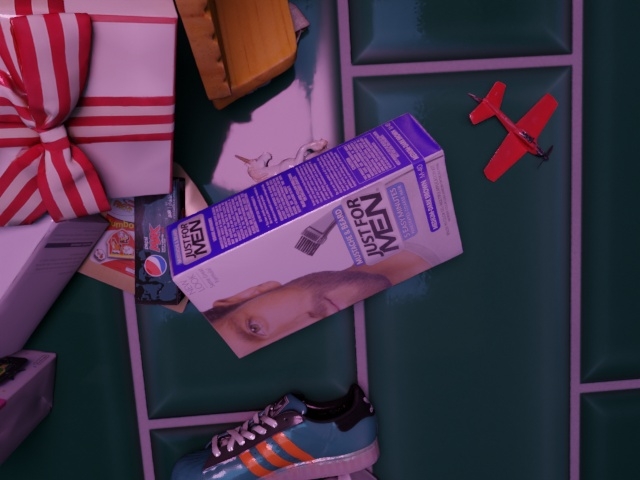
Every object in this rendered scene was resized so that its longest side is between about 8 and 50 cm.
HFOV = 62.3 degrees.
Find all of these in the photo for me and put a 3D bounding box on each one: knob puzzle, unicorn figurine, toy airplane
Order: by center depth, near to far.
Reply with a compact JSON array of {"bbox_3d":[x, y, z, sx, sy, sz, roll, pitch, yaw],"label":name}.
[{"bbox_3d":[-0.027,-0.089,0.731,0.111,0.060,0.161,-39,98,2],"label":"unicorn figurine"},{"bbox_3d":[-0.236,-0.020,0.744,0.214,0.030,0.212,0,98,-3],"label":"knob puzzle"},{"bbox_3d":[0.273,-0.164,0.755,0.151,0.028,0.151,-1,97,-5],"label":"toy airplane"}]

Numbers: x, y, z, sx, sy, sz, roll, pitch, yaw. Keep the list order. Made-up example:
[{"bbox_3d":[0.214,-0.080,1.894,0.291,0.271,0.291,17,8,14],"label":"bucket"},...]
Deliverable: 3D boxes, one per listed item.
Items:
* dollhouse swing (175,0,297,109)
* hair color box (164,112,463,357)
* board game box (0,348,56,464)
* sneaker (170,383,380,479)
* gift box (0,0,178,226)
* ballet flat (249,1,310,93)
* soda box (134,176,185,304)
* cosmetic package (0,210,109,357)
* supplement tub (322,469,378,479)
[{"bbox_3d":[-0.004,-0.354,0.525,0.305,0.347,0.314,-11,77,-6],"label":"dollhouse swing"},{"bbox_3d":[0.000,0.000,0.683,0.339,0.110,0.185,-25,133,2],"label":"hair color box"},{"bbox_3d":[-0.532,0.203,0.659,0.304,0.224,0.097,8,98,-5],"label":"board game box"},{"bbox_3d":[-0.068,0.280,0.762,0.303,0.108,0.120,-10,98,-10],"label":"sneaker"},{"bbox_3d":[-0.293,-0.169,0.529,0.277,0.255,0.258,-12,57,-19],"label":"gift box"},{"bbox_3d":[-0.075,-0.241,0.712,0.052,0.057,0.168,36,95,-17],"label":"ballet flat"},{"bbox_3d":[-0.213,-0.001,0.705,0.060,0.053,0.168,2,97,-3],"label":"soda box"},{"bbox_3d":[-0.441,0.001,0.666,0.224,0.138,0.224,37,93,3],"label":"cosmetic package"},{"bbox_3d":[0.014,0.440,0.764,0.144,0.144,0.199,43,93,-8],"label":"supplement tub"}]
